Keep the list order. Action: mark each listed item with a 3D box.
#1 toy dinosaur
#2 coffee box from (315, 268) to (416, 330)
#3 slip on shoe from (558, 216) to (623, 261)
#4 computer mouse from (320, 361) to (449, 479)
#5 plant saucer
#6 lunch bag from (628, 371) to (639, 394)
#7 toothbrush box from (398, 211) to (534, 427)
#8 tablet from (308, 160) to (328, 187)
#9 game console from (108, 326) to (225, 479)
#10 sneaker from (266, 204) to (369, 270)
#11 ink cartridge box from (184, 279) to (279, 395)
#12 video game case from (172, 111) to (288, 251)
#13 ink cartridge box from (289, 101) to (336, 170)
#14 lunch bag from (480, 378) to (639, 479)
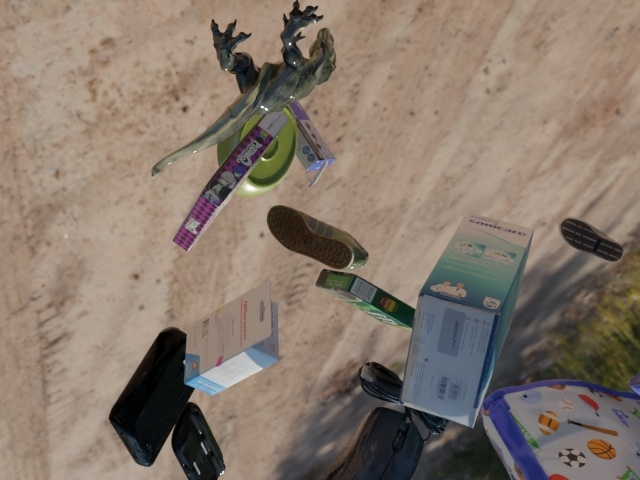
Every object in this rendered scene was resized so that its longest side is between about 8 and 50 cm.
[{"bbox_3d":[-0.055,-0.161,0.795,0.268,0.064,0.118,-38,151,-34],"label":"toy dinosaur"},{"bbox_3d":[0.093,0.111,1.542,0.184,0.113,0.040,30,78,-30],"label":"coffee box"},{"bbox_3d":[0.479,-0.004,1.492,0.051,0.135,0.041,-65,-166,11],"label":"slip on shoe"},{"bbox_3d":[0.092,0.346,1.332,0.272,0.188,0.072,-59,-165,-15],"label":"computer mouse"},{"bbox_3d":[-0.122,-0.207,1.776,0.241,0.037,0.241,-25,123,-46],"label":"plant saucer"},{"bbox_3d":[0.466,0.100,0.940,0.293,0.138,0.221,-46,-163,36],"label":"lunch bag"},{"bbox_3d":[0.240,0.117,1.340,0.295,0.126,0.216,-49,150,-57],"label":"toothbrush box"},{"bbox_3d":[-0.003,-0.119,1.481,0.054,0.006,0.083,-57,179,8],"label":"tablet"},{"bbox_3d":[-0.250,0.342,1.483,0.213,0.044,0.361,-62,147,-43],"label":"game console"},{"bbox_3d":[0.000,0.000,1.401,0.086,0.192,0.064,9,107,-54],"label":"sneaker"},{"bbox_3d":[-0.120,0.147,1.247,0.181,0.104,0.061,-31,134,29],"label":"ink cartridge box"},{"bbox_3d":[-0.157,-0.101,1.412,0.210,0.042,0.232,-56,-174,-28],"label":"video game case"},{"bbox_3d":[-0.052,-0.260,1.938,0.046,0.207,0.097,-37,171,24],"label":"ink cartridge box"},{"bbox_3d":[0.491,0.437,1.527,0.385,0.328,0.239,19,119,-36],"label":"lunch bag"}]
